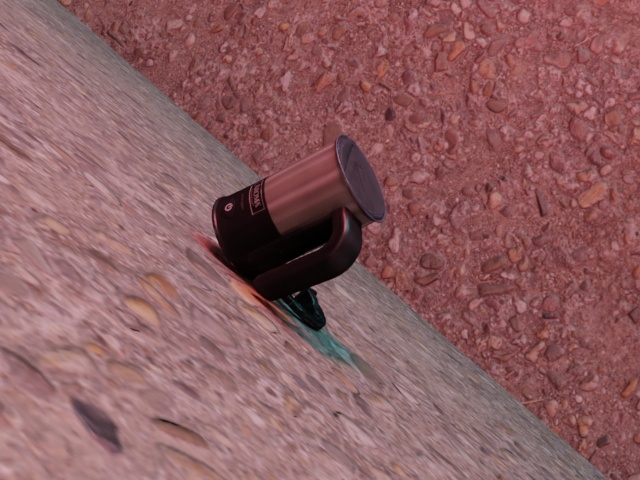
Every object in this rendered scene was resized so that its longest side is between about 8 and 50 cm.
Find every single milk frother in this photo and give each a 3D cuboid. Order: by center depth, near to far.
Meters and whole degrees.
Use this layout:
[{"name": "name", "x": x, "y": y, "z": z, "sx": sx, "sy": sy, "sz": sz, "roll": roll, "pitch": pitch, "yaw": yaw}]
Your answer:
[{"name": "milk frother", "x": 0.000, "y": 0.000, "z": 0.777, "sx": 0.143, "sy": 0.134, "sz": 0.129, "roll": 29, "pitch": 42, "yaw": -56}]
